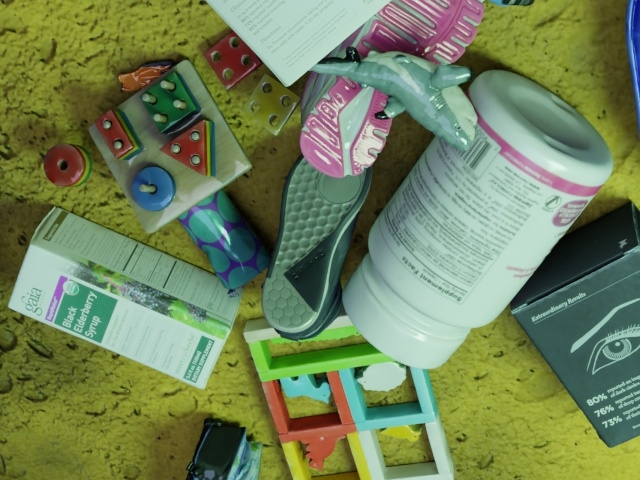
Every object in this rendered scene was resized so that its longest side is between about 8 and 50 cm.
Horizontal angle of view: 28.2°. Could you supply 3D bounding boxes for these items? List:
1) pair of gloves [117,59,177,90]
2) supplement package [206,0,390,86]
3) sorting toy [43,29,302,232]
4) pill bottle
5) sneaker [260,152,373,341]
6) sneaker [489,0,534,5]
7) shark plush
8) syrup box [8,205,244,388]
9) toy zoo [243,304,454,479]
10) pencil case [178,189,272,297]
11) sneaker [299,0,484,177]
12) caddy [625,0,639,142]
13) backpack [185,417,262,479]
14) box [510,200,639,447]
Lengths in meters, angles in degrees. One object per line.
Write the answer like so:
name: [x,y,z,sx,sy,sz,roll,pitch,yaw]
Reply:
pair of gloves: [-0.169,-0.149,1.340,0.074,0.010,0.083,-9,118,10]
supplement package: [-0.034,-0.321,1.118,0.199,0.198,0.263,-37,108,25]
sorting toy: [-0.153,-0.101,1.294,0.274,0.046,0.132,-32,82,14]
pill bottle: [0.149,-0.015,1.277,0.160,0.160,0.283,30,119,-8]
sneaker: [-0.002,0.000,1.357,0.086,0.163,0.226,19,79,9]
sneaker: [0.211,-0.302,1.175,0.078,0.067,0.188,13,116,-36]
shark plush: [0.070,-0.137,1.151,0.161,0.073,0.067,19,85,-17]
syrup box: [-0.214,0.063,1.414,0.236,0.096,0.093,23,120,-5]
toy zoo: [0.042,0.208,1.489,0.192,0.030,0.293,-10,116,14]
pencil case: [-0.118,-0.016,1.373,0.070,0.064,0.152,-20,114,37]
sneaker: [0.056,-0.185,1.235,0.103,0.111,0.252,39,94,-25]
caddy: [0.410,-0.155,1.156,0.241,0.179,0.341,-18,116,-7]
backpack: [-0.118,0.287,1.515,0.084,0.105,0.114,17,125,1]
box: [0.316,0.090,1.338,0.153,0.108,0.207,-28,110,22]
